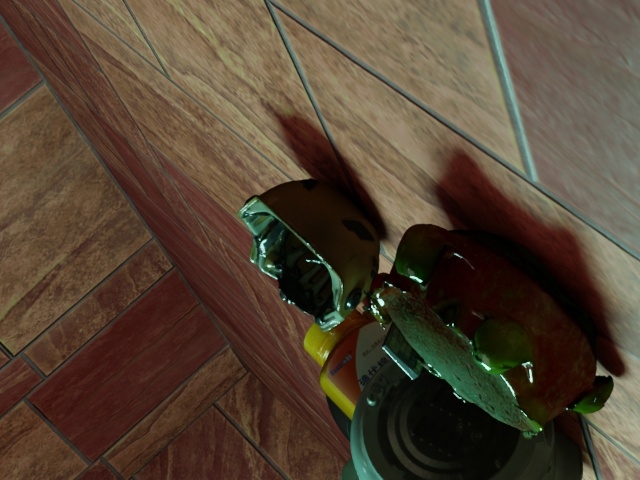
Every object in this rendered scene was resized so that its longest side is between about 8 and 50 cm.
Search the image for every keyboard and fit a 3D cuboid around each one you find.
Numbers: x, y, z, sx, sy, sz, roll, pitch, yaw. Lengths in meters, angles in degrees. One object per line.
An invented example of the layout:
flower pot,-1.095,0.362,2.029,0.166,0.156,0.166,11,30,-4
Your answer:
keyboard,0.113,0.084,1.499,0.055,0.176,0.014,44,127,-12

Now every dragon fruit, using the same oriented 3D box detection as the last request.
dragon fruit,0.166,0.086,1.322,0.268,0.130,0.295,50,169,-9

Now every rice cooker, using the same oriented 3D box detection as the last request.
rice cooker,0.172,0.278,1.641,0.317,0.316,0.264,65,-164,-56

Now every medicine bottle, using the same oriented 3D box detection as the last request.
medicine bottle,0.082,0.200,1.989,0.222,0.149,0.112,43,167,29

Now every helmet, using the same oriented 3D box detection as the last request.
helmet,0.000,0.000,1.679,0.198,0.130,0.224,41,157,18

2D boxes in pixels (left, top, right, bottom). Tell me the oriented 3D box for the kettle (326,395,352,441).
kettle,0.078,0.273,2.321,0.232,0.144,0.202,-154,44,-70
